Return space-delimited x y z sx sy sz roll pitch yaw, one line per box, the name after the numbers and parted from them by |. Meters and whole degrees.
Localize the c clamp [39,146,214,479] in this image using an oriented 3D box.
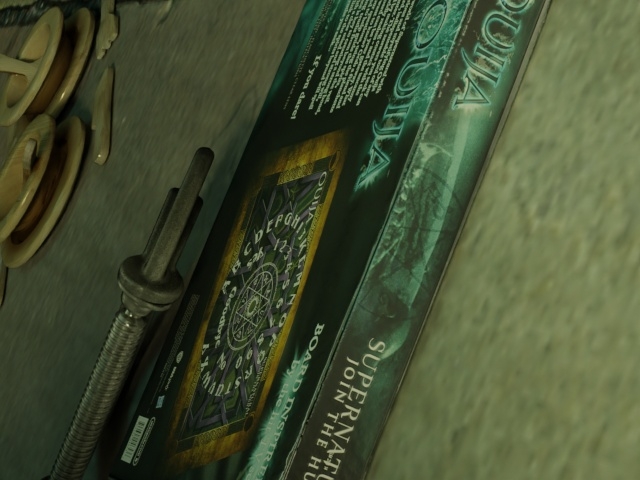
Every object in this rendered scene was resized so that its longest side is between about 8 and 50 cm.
-0.072 0.048 0.548 0.137 0.022 0.161 -72 7 -67 | c clamp

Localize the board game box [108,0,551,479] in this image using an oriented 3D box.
0.000 0.000 0.481 0.126 0.026 0.186 4 70 64 | board game box

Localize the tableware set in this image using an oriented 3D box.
-0.159 -0.066 0.851 0.128 0.039 0.194 -50 27 29 | tableware set
